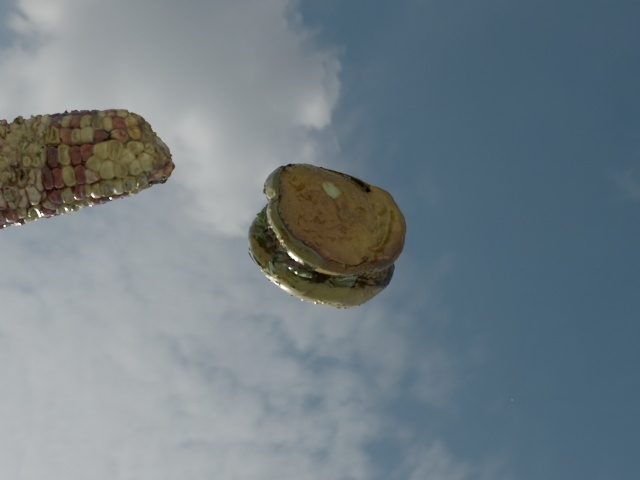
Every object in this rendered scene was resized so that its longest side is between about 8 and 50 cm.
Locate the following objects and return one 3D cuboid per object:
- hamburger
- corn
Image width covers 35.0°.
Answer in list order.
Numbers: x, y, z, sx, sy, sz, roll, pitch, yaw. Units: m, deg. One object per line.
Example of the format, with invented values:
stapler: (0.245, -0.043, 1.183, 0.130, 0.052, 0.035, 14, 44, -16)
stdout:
hamburger: (0.000, 0.000, 1.143, 0.177, 0.113, 0.185, 44, -130, 11)
corn: (-0.274, -0.057, 0.891, 0.290, 0.098, 0.098, -12, -101, 0)
